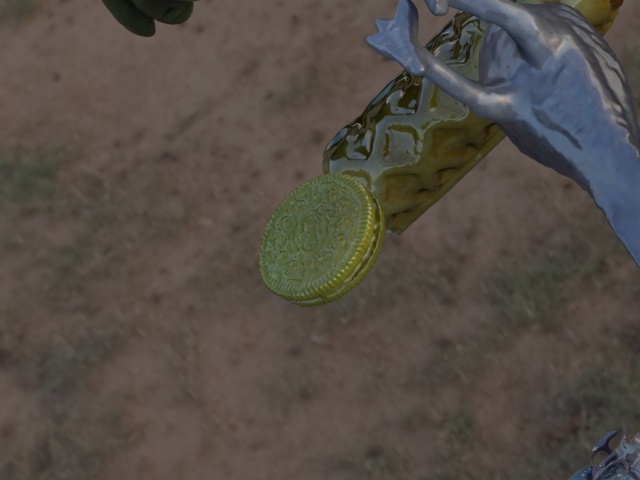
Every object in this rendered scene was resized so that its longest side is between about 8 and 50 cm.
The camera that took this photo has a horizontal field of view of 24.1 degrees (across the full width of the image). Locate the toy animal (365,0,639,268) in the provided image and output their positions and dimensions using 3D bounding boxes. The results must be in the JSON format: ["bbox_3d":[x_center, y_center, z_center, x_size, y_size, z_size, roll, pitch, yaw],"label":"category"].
[{"bbox_3d":[0.124,-0.088,0.851,0.081,0.206,0.367,-53,17,19],"label":"toy animal"}]

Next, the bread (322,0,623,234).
[{"bbox_3d":[0.111,-0.115,1.092,0.269,0.098,0.087,-44,59,22],"label":"bread"}]

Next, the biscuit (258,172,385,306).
[{"bbox_3d":[0.000,0.000,0.886,0.084,0.023,0.084,-22,50,28],"label":"biscuit"}]

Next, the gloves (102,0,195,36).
[{"bbox_3d":[-0.133,-0.260,1.195,0.135,0.268,0.107,32,57,18],"label":"gloves"}]

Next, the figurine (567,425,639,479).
[{"bbox_3d":[0.235,0.119,0.791,0.260,0.103,0.205,-42,13,18],"label":"figurine"}]
